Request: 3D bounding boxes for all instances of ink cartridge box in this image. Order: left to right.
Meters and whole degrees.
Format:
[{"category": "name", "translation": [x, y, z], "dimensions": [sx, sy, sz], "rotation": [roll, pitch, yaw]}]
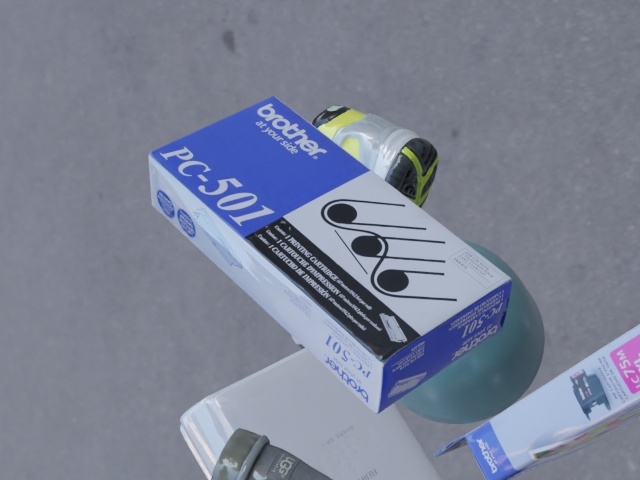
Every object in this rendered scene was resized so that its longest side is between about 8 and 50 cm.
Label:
[{"category": "ink cartridge box", "translation": [0.000, 0.000, 0.662], "dimensions": [0.207, 0.097, 0.046], "rotation": [41, 145, 33]}, {"category": "ink cartridge box", "translation": [0.265, 0.139, 1.055], "dimensions": [0.311, 0.186, 0.065], "rotation": [-41, 68, 44]}]

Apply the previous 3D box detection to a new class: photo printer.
[{"category": "photo printer", "translation": [0.011, 0.282, 1.336], "dimensions": [0.107, 0.256, 0.307], "rotation": [-41, 76, 44]}]

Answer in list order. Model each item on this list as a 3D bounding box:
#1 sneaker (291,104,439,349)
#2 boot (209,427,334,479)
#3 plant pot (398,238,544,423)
[{"category": "sneaker", "translation": [0.028, -0.013, 1.461], "dimensions": [0.147, 0.145, 0.384], "rotation": [38, 134, 19]}, {"category": "boot", "translation": [0.031, 0.207, 0.652], "dimensions": [0.209, 0.076, 0.189], "rotation": [19, 133, 10]}, {"category": "plant pot", "translation": [0.205, 0.127, 1.859], "dimensions": [0.293, 0.293, 0.235], "rotation": [58, -179, 25]}]
